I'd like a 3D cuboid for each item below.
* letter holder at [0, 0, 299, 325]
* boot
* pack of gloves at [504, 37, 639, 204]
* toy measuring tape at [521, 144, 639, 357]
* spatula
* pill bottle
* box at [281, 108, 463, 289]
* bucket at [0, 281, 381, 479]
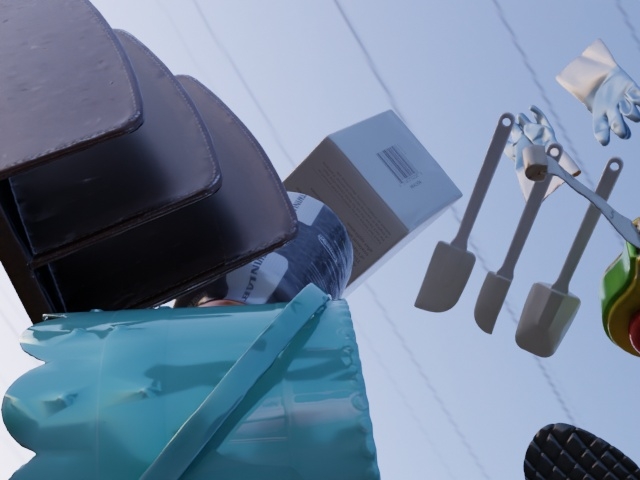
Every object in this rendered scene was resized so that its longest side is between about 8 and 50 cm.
[{"bbox_3d":[-0.165,-0.094,0.804,0.302,0.214,0.152,-127,-162,-50],"label":"letter holder"},{"bbox_3d":[0.279,0.260,0.877,0.246,0.083,0.161,37,-6,23],"label":"boot"},{"bbox_3d":[0.333,-0.144,1.354,0.046,0.232,0.195,37,-67,-22],"label":"pack of gloves"},{"bbox_3d":[0.297,0.033,1.050,0.330,0.121,0.121,34,-31,-20],"label":"toy measuring tape"},{"bbox_3d":[0.218,-0.003,1.111,0.168,0.019,0.242,23,-70,10],"label":"spatula"},{"bbox_3d":[-0.053,0.053,0.921,0.130,0.246,0.131,4,-68,11],"label":"pill bottle"},{"bbox_3d":[0.000,0.000,1.479,0.168,0.215,0.345,50,-58,5],"label":"box"},{"bbox_3d":[-0.058,0.160,0.600,0.281,0.183,0.281,173,-90,-88],"label":"bucket"}]
